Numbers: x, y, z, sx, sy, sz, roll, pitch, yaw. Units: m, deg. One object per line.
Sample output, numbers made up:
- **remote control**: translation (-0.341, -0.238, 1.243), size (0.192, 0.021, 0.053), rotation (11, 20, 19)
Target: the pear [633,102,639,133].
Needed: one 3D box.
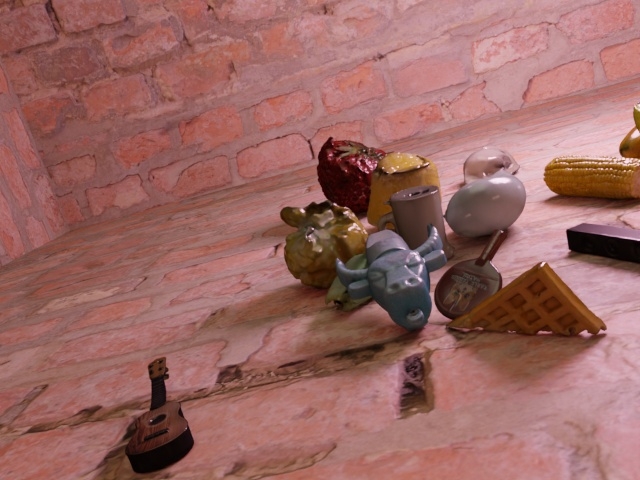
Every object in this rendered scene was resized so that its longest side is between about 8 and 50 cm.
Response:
- **pear**: translation (0.864, -0.235, 1.288), size (0.288, 0.139, 0.239), rotation (-16, 27, -11)

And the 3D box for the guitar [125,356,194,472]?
- **guitar**: translation (-0.233, 0.241, 0.866), size (0.083, 0.038, 0.271), rotation (-18, 17, -11)

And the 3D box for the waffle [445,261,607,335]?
- **waffle**: translation (0.274, 0.122, 0.824), size (0.032, 0.125, 0.191), rotation (-36, -10, -47)

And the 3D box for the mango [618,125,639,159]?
- **mango**: translation (0.798, -0.247, 1.453), size (0.163, 0.111, 0.089), rotation (-34, 55, 3)

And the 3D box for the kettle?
- **kettle**: translation (0.188, -0.023, 1.183), size (0.126, 0.148, 0.098), rotation (-17, 16, -10)

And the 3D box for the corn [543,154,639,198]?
- **corn**: translation (0.590, -0.139, 1.287), size (0.093, 0.093, 0.244), rotation (-22, 15, -20)

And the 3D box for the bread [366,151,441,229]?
- **bread**: translation (0.204, -0.120, 1.483), size (0.197, 0.171, 0.197), rotation (-6, 24, 3)

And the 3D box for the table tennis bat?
- **table tennis bat**: translation (0.270, 0.083, 0.968), size (0.107, 0.119, 0.170), rotation (17, 65, 46)

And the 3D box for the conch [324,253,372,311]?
- **conch**: translation (0.059, 0.080, 1.097), size (0.105, 0.079, 0.170), rotation (-21, 10, 45)

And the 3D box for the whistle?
- **whistle**: translation (0.125, 0.055, 0.986), size (0.186, 0.093, 0.274), rotation (-22, 28, 4)

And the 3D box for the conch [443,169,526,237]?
- **conch**: translation (0.343, -0.073, 1.257), size (0.184, 0.121, 0.221), rotation (-10, 8, 37)

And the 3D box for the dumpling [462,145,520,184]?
- **dumpling**: translation (0.493, -0.218, 1.725), size (0.150, 0.093, 0.176), rotation (12, 23, 34)

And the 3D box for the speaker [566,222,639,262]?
- **speaker**: translation (0.488, 0.005, 0.963), size (0.046, 0.040, 0.191), rotation (-19, 14, -19)

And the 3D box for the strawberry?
- **strawberry**: translation (0.105, -0.180, 1.785), size (0.274, 0.220, 0.274), rotation (16, 28, -9)

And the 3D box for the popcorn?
- **popcorn**: translation (0.000, 0.000, 1.233), size (0.198, 0.213, 0.198), rotation (-27, -16, -9)
